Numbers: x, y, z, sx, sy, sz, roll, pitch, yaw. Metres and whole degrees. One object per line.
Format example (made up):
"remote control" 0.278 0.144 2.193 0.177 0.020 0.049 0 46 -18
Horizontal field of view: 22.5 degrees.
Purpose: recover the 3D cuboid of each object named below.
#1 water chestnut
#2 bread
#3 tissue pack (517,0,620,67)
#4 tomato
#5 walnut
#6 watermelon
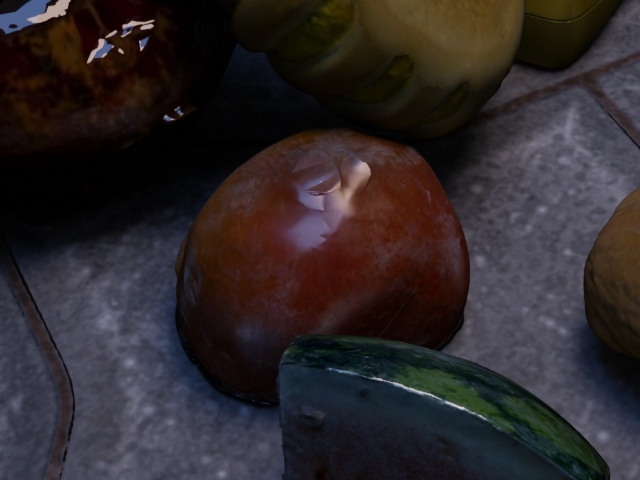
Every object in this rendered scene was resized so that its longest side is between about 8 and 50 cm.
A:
"water chestnut" -0.222 -0.196 1.212 0.351 0.302 0.350 -5 46 6
"bread" 0.011 -0.222 1.160 0.160 0.333 0.333 -22 37 36
"tissue pack" 0.199 -0.244 1.345 0.123 0.127 0.178 23 54 19
"tomato" 0.000 0.000 1.127 0.214 0.155 0.180 -27 56 -21
"walnut" 0.261 0.028 1.089 0.167 0.149 0.166 3 21 -1
"watermelon" 0.055 0.163 0.959 0.213 0.261 0.201 15 79 12
